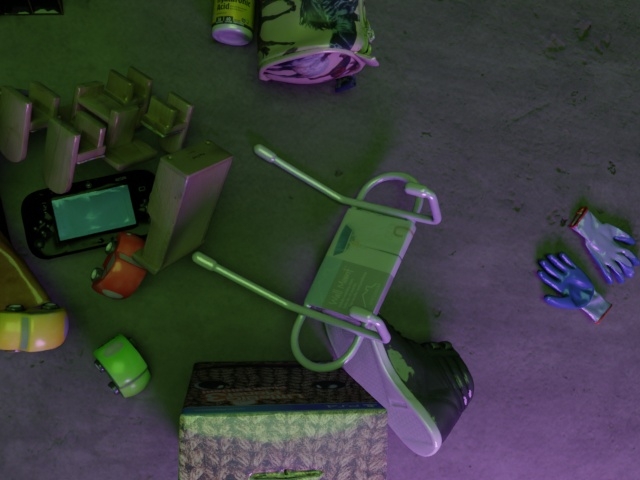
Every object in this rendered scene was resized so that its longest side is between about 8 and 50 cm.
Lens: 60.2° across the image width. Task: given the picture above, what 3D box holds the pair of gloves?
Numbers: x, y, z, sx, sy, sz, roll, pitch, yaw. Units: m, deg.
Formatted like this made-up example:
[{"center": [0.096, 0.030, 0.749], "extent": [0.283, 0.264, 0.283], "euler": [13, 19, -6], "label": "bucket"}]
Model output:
[{"center": [0.474, 0.048, 0.977], "extent": [0.159, 0.023, 0.198], "euler": [42, 81, -5], "label": "pair of gloves"}]

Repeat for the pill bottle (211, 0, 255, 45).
[{"center": [-0.133, -0.370, 0.855], "extent": [0.065, 0.065, 0.116], "euler": [4, 87, -10], "label": "pill bottle"}]

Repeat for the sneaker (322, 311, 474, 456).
[{"center": [0.125, 0.176, 0.880], "extent": [0.147, 0.104, 0.295], "euler": [-23, 71, -40], "label": "sneaker"}]

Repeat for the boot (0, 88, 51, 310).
[{"center": [-0.443, -0.034, 0.732], "extent": [0.264, 0.096, 0.280], "euler": [-28, 94, -9], "label": "boot"}]

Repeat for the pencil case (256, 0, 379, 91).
[{"center": [-0.003, -0.443, 0.830], "extent": [0.184, 0.160, 0.410], "euler": [0, 88, 6], "label": "pencil case"}]

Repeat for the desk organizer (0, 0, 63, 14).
[{"center": [-0.451, -0.363, 0.807], "extent": [0.130, 0.047, 0.050], "euler": [-5, 92, -10], "label": "desk organizer"}]

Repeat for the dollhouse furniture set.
[{"center": [-0.262, -0.098, 0.745], "extent": [0.242, 0.212, 0.161], "euler": [34, 123, 11], "label": "dollhouse furniture set"}]

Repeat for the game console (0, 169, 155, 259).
[{"center": [-0.414, -0.036, 0.806], "extent": [0.361, 0.044, 0.213], "euler": [-14, 91, -11], "label": "game console"}]

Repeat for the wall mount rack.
[{"center": [0.000, 0.000, 0.824], "extent": [0.304, 0.130, 0.350], "euler": [15, 67, 28], "label": "wall mount rack"}]

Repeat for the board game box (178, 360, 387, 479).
[{"center": [-0.063, 0.259, 0.737], "extent": [0.232, 0.291, 0.141], "euler": [2, 88, -11], "label": "board game box"}]

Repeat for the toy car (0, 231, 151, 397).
[{"center": [-0.302, 0.134, 0.779], "extent": [0.239, 0.053, 0.225], "euler": [-37, 118, -29], "label": "toy car"}]
